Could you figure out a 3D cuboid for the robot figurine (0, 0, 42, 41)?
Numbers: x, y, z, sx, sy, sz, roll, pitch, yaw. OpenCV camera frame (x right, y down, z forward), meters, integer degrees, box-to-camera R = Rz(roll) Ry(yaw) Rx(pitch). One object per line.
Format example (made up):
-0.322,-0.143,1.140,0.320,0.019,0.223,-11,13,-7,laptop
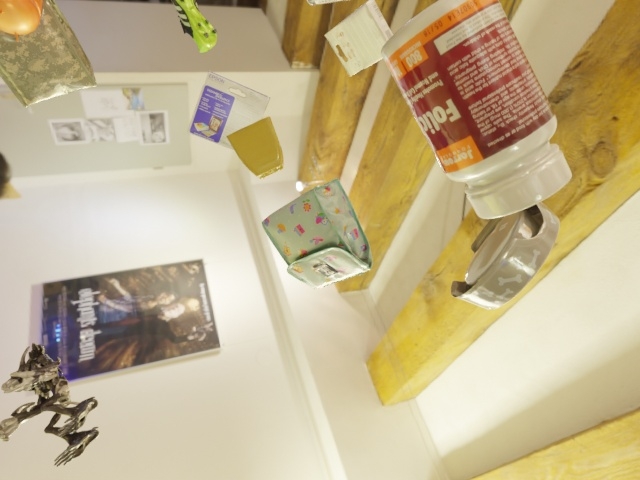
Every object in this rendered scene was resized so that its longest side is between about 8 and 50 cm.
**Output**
-0.769,-0.613,1.099,0.158,0.128,0.219,-23,-114,35,robot figurine

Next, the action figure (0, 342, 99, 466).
-0.574,0.319,0.893,0.276,0.141,0.163,24,-67,29,action figure

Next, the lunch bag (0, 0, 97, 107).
-0.849,-0.575,1.297,0.287,0.236,0.168,84,-19,-58,lunch bag

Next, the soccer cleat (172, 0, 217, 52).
-0.290,-0.494,0.952,0.072,0.060,0.178,-15,-71,53,soccer cleat

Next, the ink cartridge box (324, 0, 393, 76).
0.143,-0.709,1.558,0.225,0.056,0.181,-8,-57,54,ink cartridge box

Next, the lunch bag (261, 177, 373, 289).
0.000,0.000,1.208,0.224,0.160,0.262,-26,-86,37,lunch bag

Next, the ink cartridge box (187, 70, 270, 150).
-0.293,-0.404,1.412,0.208,0.207,0.045,-63,-157,20,ink cartridge box

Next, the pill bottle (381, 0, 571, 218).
0.304,-0.254,0.853,0.391,0.224,0.224,59,-19,-8,pill bottle

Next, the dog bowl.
0.496,0.034,1.189,0.102,0.348,0.348,34,-32,4,dog bowl

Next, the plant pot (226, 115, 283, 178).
-0.106,-0.156,0.777,0.081,0.082,0.083,-123,-171,-88,plant pot

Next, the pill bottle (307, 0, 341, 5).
0.082,-0.681,1.112,0.130,0.246,0.130,-2,90,-77,pill bottle
